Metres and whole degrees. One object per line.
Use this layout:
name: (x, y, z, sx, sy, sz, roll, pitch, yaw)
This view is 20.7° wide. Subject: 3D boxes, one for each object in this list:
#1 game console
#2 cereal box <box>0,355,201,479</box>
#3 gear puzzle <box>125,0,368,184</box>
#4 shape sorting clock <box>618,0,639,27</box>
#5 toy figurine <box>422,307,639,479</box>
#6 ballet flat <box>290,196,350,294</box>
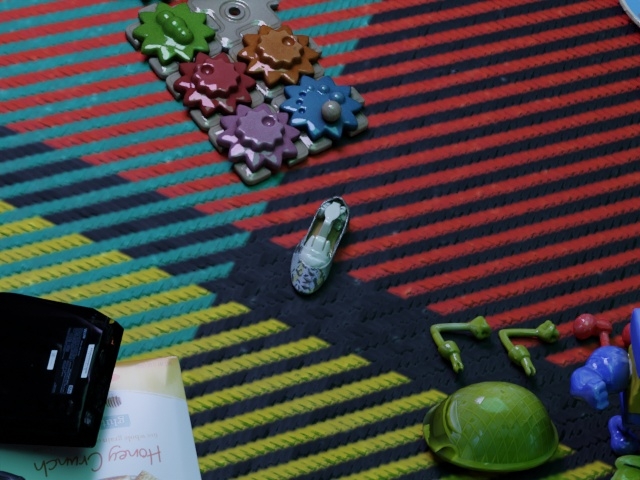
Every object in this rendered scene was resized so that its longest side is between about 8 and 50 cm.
game console: (-0.302, 0.207, 1.466, 0.213, 0.044, 0.361, 1, 61, 20)
cereal box: (-0.188, 0.219, 1.509, 0.173, 0.047, 0.240, -6, 56, -13)
gear puzzle: (-0.099, -0.215, 1.842, 0.175, 0.044, 0.339, -27, 63, -26)
shape sorting clock: (0.433, -0.280, 1.995, 0.206, 0.040, 0.206, 5, 54, -7)
toy figurine: (0.288, 0.099, 1.584, 0.362, 0.217, 0.191, 6, 54, -7)
ballet flat: (0.000, 0.000, 1.710, 0.041, 0.041, 0.114, 21, 54, 4)
